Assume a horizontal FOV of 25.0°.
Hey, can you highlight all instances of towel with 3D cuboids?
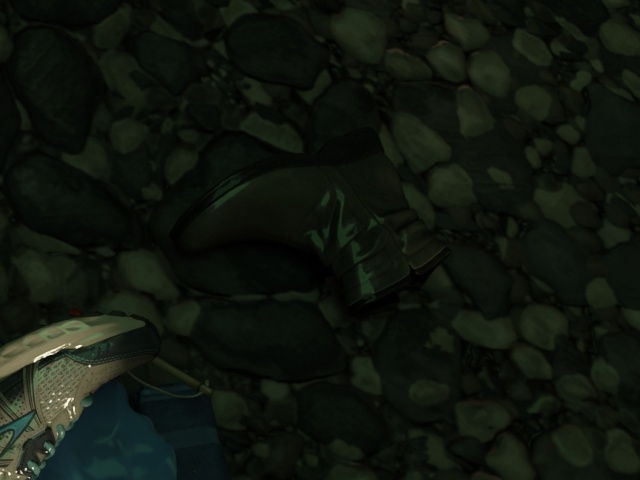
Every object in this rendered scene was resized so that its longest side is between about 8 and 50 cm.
[{"bbox_3d":[-0.112,0.173,1.179,0.067,0.029,0.119,-4,59,-25],"label":"towel"}]

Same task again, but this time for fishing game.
[{"bbox_3d":[-0.201,0.188,1.123,0.189,0.041,0.264,29,60,5],"label":"fishing game"}]

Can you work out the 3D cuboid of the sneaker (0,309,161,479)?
[{"bbox_3d":[-0.237,0.151,1.071,0.283,0.110,0.122,-27,79,-15],"label":"sneaker"}]

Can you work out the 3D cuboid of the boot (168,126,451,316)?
[{"bbox_3d":[0.000,0.000,1.313,0.246,0.083,0.161,-22,75,-31],"label":"boot"}]
